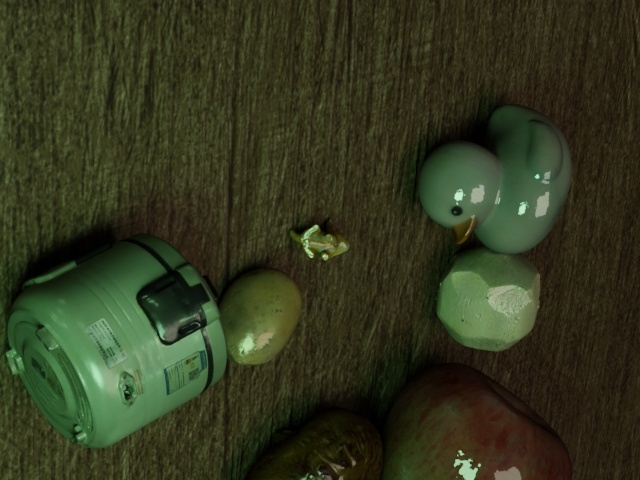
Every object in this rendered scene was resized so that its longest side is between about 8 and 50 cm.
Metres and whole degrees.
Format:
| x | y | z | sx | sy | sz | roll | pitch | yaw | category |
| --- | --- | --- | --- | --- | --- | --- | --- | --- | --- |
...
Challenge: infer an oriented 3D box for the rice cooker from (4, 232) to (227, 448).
| x | y | z | sx | sy | sz | roll | pitch | yaw | category |
| --- | --- | --- | --- | --- | --- | --- | --- | --- | --- |
| -0.236 | 0.112 | 1.759 | 0.244 | 0.226 | 0.226 | -26 | 128 | -31 | rice cooker |

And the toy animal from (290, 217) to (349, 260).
| x | y | z | sx | sy | sz | roll | pitch | yaw | category |
| --- | --- | --- | --- | --- | --- | --- | --- | --- | --- |
| 0.000 | 0.000 | 2.075 | 0.083 | 0.081 | 0.060 | -43 | 143 | -78 | toy animal |

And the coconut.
| x | y | z | sx | sy | sz | roll | pitch | yaw | category |
| --- | --- | --- | --- | --- | --- | --- | --- | --- | --- |
| 0.268 | 0.081 | 2.304 | 0.161 | 0.161 | 0.162 | -19 | 130 | -38 | coconut |

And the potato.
| x | y | z | sx | sy | sz | roll | pitch | yaw | category |
| --- | --- | --- | --- | --- | --- | --- | --- | --- | --- |
| -0.083 | 0.107 | 2.000 | 0.147 | 0.112 | 0.112 | -55 | 139 | -19 | potato |

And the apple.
| x | y | z | sx | sy | sz | roll | pitch | yaw | category |
| --- | --- | --- | --- | --- | --- | --- | --- | --- | --- |
| 0.227 | 0.358 | 2.299 | 0.269 | 0.345 | 0.345 | -51 | 140 | 7 | apple |

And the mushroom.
| x | y | z | sx | sy | sz | roll | pitch | yaw | category |
| --- | --- | --- | --- | --- | --- | --- | --- | --- | --- |
| -0.008 | 0.364 | 2.187 | 0.253 | 0.153 | 0.253 | -32 | 142 | -30 | mushroom |

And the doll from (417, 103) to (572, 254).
| x | y | z | sx | sy | sz | roll | pitch | yaw | category |
| --- | --- | --- | --- | --- | --- | --- | --- | --- | --- |
| 0.250 | -0.096 | 2.196 | 0.221 | 0.221 | 0.251 | 47 | 53 | -48 | doll |
